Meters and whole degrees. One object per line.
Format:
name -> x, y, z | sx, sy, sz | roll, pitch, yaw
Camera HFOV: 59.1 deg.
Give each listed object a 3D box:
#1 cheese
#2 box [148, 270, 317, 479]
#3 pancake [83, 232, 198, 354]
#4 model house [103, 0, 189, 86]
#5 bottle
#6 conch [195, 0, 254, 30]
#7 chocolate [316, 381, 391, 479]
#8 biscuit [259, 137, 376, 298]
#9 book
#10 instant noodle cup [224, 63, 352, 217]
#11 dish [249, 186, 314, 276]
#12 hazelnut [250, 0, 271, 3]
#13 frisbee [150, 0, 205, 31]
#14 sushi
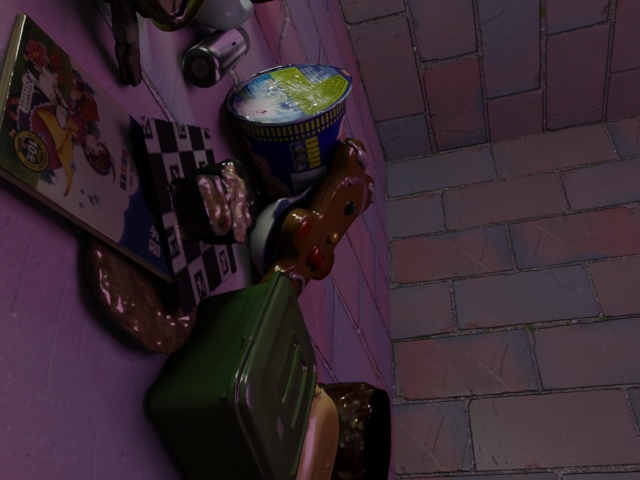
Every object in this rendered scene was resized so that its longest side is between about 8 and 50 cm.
cheese -> -0.044, 0.431, 1.072 | 0.259, 0.128, 0.316 | 63, 36, -75
box -> -0.125, 0.230, 0.913 | 0.329, 0.177, 0.253 | -75, 153, -61
pancake -> -0.248, 0.053, 0.802 | 0.236, 0.042, 0.222 | 20, 59, -72
model house -> -0.252, -0.380, 0.814 | 0.218, 0.205, 0.279 | -53, 162, -39
bottle -> -0.205, -0.376, 1.152 | 0.254, 0.079, 0.096 | -76, 173, -56
conch -> -0.216, -0.496, 1.094 | 0.221, 0.121, 0.185 | 32, 41, -76
chocolate -> 0.039, 0.470, 1.307 | 0.225, 0.210, 0.340 | -57, 145, -56
biscuit -> 0.001, 0.000, 1.269 | 0.432, 0.064, 0.283 | -56, 154, -15
book -> -0.281, -0.103, 0.739 | 0.322, 0.018, 0.228 | 48, 30, -56
instant noodle cup -> -0.048, -0.211, 1.320 | 0.284, 0.284, 0.312 | -82, 166, -48
dish -> -0.091, -0.019, 1.269 | 0.228, 0.086, 0.236 | -34, 140, -47
hazelnut -> -0.132, -0.716, 1.466 | 0.208, 0.208, 0.208 | -9, 90, -75
frisbee -> -0.218, -0.445, 0.883 | 0.017, 0.236, 0.236 | 1, 79, -43
sushi -> -0.161, -0.065, 0.960 | 0.373, 0.100, 0.296 | -65, 145, -82
